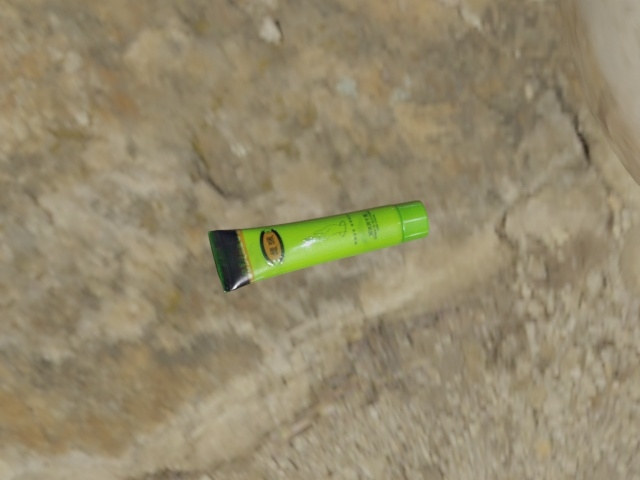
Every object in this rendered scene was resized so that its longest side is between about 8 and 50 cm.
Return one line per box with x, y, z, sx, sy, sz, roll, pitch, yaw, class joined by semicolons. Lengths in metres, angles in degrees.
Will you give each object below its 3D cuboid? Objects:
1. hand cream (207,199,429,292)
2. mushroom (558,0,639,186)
0.000;0.000;1.018;0.122;0.023;0.036;-12;75;-13;hand cream
0.230;-0.135;0.661;0.290;0.297;0.297;-7;72;-5;mushroom
